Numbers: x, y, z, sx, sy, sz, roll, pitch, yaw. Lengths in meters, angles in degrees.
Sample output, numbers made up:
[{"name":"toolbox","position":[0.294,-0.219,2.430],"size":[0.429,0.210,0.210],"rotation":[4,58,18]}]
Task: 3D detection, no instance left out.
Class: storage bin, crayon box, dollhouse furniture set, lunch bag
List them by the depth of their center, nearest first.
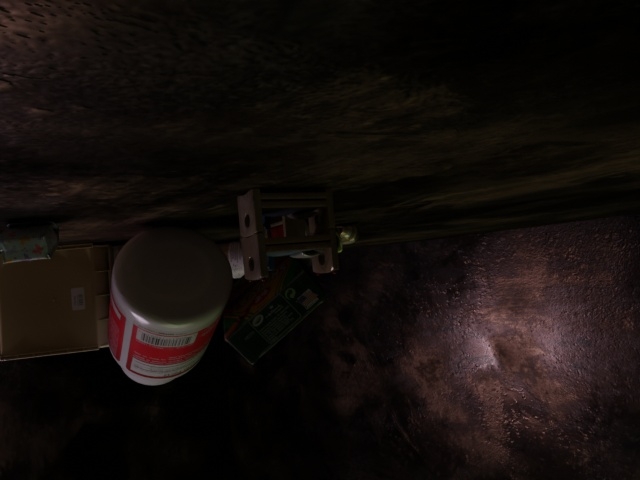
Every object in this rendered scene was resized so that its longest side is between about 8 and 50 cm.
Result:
[{"name":"dollhouse furniture set","position":[-0.075,-0.002,0.809],"size":[0.129,0.129,0.184],"rotation":[-3,176,-29]},{"name":"lunch bag","position":[-0.463,-0.003,0.815],"size":[0.071,0.053,0.083],"rotation":[-5,-158,-11]},{"name":"crayon box","position":[-0.115,0.112,1.115],"size":[0.202,0.081,0.318],"rotation":[-42,-163,-1]},{"name":"storage bin","position":[-0.641,0.146,1.264],"size":[0.260,0.262,0.123],"rotation":[-5,174,-10]}]

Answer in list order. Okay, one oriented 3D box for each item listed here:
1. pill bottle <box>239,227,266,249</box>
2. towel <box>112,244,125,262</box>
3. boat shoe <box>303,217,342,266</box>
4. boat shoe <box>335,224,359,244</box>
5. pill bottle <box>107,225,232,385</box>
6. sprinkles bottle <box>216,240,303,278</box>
[{"name":"pill bottle","position":[-0.122,-0.003,1.135],"size":[0.078,0.078,0.137],"rotation":[-3,176,-35]},{"name":"towel","position":[-0.464,0.097,1.349],"size":[0.282,0.187,0.049],"rotation":[-6,173,15]},{"name":"boat shoe","position":[0.000,-0.005,1.118],"size":[0.091,0.109,0.305],"rotation":[-6,-178,-3]},{"name":"boat shoe","position":[0.022,-0.012,1.438],"size":[0.072,0.068,0.190],"rotation":[13,156,-37]},{"name":"pill bottle","position":[-0.345,0.168,1.125],"size":[0.229,0.229,0.407],"rotation":[-4,148,-27]},{"name":"sprinkles bottle","position":[-0.227,0.057,1.584],"size":[0.355,0.121,0.121],"rotation":[-6,176,3]}]
